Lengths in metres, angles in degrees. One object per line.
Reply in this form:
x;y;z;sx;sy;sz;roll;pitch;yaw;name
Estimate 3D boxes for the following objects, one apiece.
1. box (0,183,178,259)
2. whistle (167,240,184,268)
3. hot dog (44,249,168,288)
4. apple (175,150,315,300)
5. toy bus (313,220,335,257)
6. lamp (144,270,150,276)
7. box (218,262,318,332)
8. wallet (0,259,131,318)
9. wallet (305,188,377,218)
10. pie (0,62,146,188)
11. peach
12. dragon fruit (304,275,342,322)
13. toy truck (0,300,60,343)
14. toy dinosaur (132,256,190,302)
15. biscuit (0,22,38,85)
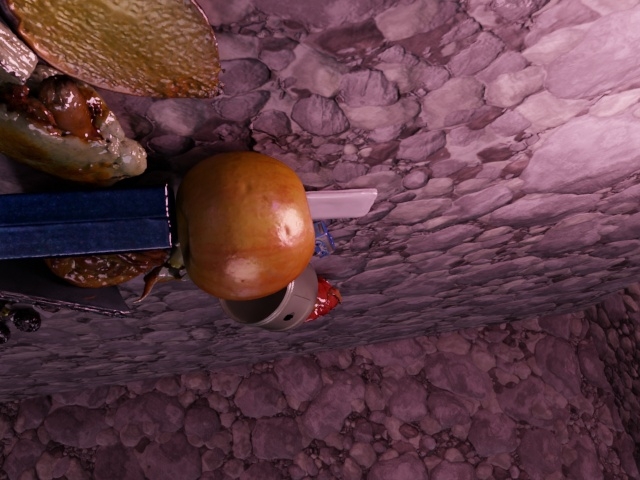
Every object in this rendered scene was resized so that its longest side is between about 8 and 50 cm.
-0.400;-0.032;0.929;0.279;0.116;0.261;-3;-176;-12;box
-0.286;-0.001;1.197;0.104;0.057;0.198;4;138;-46;whistle
-0.468;0.030;1.176;0.196;0.122;0.272;-23;153;25;hot dog
-0.139;-0.027;0.978;0.233;0.285;0.286;-9;160;-21;apple
0.000;0.000;1.392;0.061;0.051;0.153;-18;158;5;toy bus
-0.533;0.063;1.367;0.199;0.056;0.050;6;158;-9;lamp
-0.139;0.121;1.395;0.226;0.225;0.149;-19;157;22;box
-0.610;0.085;1.158;0.379;0.191;0.046;26;103;-49;wallet
0.032;-0.084;1.218;0.183;0.031;0.124;-3;158;-12;wallet
-0.404;-0.155;0.786;0.258;0.105;0.274;0;160;16;pie
-0.225;-0.256;0.621;0.189;0.068;0.279;-23;151;28;peach
-0.057;0.164;1.696;0.224;0.148;0.218;-19;-171;-1;dragon fruit
-0.799;0.178;1.407;0.286;0.136;0.111;-22;125;18;toy truck
-0.394;0.078;1.300;0.212;0.057;0.142;-25;-159;-38;toy dinosaur
-0.416;-0.252;0.510;0.151;0.052;0.252;14;164;20;biscuit
